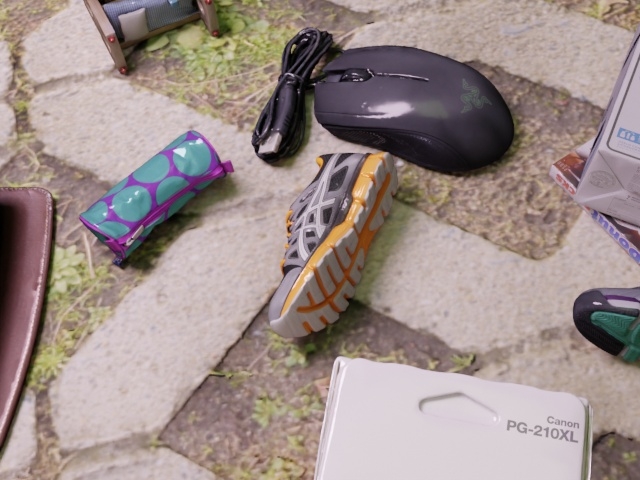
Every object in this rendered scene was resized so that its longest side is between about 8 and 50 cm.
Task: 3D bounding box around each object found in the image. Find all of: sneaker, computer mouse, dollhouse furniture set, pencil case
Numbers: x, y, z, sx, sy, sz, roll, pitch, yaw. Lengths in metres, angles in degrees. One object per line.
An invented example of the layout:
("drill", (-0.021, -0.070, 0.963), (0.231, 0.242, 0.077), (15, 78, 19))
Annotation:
("sneaker", (0.338, 0.062, 0.819), (0.224, 0.083, 0.098), (13, 55, -2))
("computer mouse", (0.071, -0.149, 0.949), (0.272, 0.072, 0.188), (13, 62, 11))
("sneaker", (0.000, 0.000, 0.874), (0.083, 0.084, 0.215), (15, 59, 26))
("dollhouse furniture set", (-0.205, -0.306, 0.989), (0.129, 0.183, 0.129), (-25, 63, -10))
("pencil case", (-0.166, -0.046, 0.910), (0.152, 0.064, 0.070), (-42, 51, -18))

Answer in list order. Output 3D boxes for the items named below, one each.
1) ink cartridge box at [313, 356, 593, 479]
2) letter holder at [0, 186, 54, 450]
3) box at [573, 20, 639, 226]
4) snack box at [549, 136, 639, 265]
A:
("ink cartridge box", (0.090, 0.185, 0.667), (0.172, 0.237, 0.100), (8, 62, 8))
("letter holder", (-0.382, 0.042, 0.827), (0.214, 0.152, 0.301), (1, 61, 2))
("box", (0.381, -0.140, 0.900), (0.169, 0.087, 0.290), (23, 60, 13))
("snack box", (0.311, -0.026, 0.894), (0.064, 0.022, 0.178), (-31, 63, -15))
